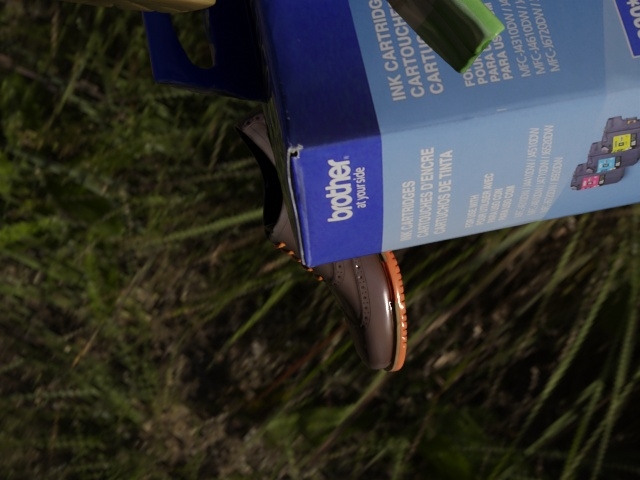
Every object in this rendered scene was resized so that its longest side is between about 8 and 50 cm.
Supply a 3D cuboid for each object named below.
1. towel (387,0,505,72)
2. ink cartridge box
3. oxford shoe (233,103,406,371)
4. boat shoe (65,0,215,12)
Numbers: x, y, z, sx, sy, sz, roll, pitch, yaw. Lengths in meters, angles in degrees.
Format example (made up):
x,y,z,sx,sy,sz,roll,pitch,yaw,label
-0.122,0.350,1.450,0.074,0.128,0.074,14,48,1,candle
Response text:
x,y,z,sx,sy,sz,roll,pitch,yaw,label
0.021,-0.139,0.669,0.023,0.113,0.152,-43,90,1,towel
0.091,-0.148,0.899,0.395,0.151,0.270,-11,61,-2,ink cartridge box
0.000,0.000,1.290,0.098,0.097,0.271,-22,98,-17,oxford shoe
-0.099,-0.100,0.411,0.152,0.056,0.049,8,87,-34,boat shoe
